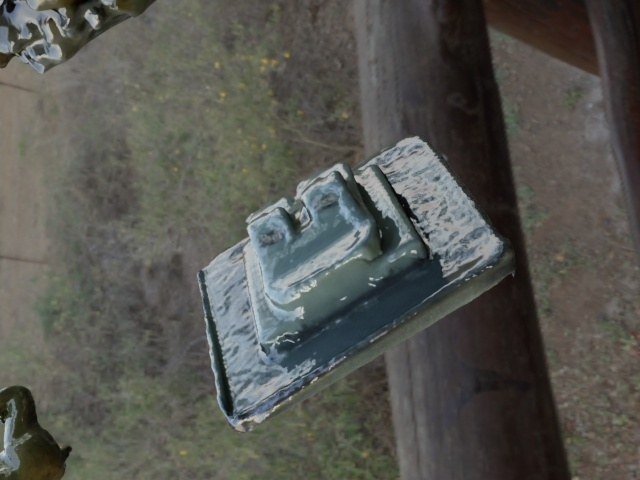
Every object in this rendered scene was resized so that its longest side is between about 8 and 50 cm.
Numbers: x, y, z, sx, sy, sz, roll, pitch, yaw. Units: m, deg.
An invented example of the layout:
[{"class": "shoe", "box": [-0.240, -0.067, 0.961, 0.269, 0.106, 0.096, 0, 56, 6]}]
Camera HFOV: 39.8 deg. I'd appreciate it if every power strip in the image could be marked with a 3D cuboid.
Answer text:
[{"class": "power strip", "box": [0.000, 0.000, 0.570, 0.198, 0.064, 0.213, -34, 29, 4]}]

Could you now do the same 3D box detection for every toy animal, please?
[{"class": "toy animal", "box": [-0.311, 0.246, 0.803, 0.101, 0.218, 0.103, 17, 137, 33]}]

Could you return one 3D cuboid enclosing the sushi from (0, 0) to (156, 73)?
[{"class": "sushi", "box": [-0.152, -0.226, 0.457, 0.213, 0.200, 0.203, -11, 53, 16]}]
